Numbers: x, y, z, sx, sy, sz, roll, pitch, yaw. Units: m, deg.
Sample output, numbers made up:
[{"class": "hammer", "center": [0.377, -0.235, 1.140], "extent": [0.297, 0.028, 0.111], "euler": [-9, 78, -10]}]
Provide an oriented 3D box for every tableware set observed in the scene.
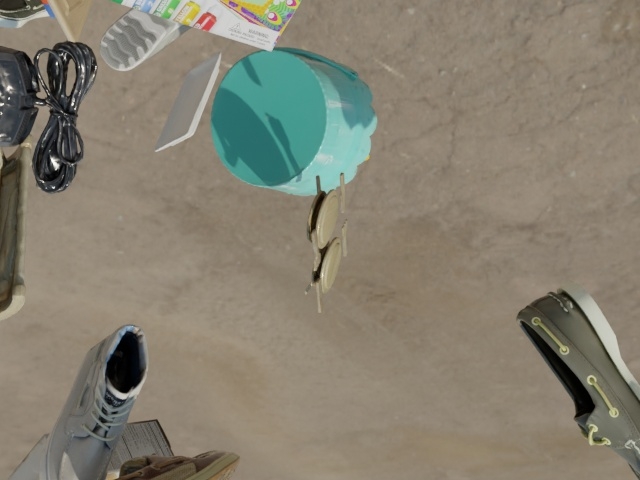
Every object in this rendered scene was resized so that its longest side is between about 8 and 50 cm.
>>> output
[{"class": "tableware set", "center": [0.000, 0.000, 1.074], "extent": [0.039, 0.128, 0.194], "euler": [14, 142, 15]}]

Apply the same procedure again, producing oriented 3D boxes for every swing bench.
[{"class": "swing bench", "center": [-0.474, -0.046, 0.954], "extent": [0.165, 0.253, 0.254], "euler": [-10, 156, 3]}]

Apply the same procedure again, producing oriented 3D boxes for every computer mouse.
[{"class": "computer mouse", "center": [-0.406, -0.158, 0.826], "extent": [0.272, 0.188, 0.072], "euler": [4, -160, -36]}]

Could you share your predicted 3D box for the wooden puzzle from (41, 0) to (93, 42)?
[{"class": "wooden puzzle", "center": [-0.525, -0.621, 1.494], "extent": [0.081, 0.321, 0.348], "euler": [11, 158, 1]}]

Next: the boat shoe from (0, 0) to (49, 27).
[{"class": "boat shoe", "center": [-0.634, -0.516, 1.566], "extent": [0.078, 0.219, 0.070], "euler": [37, 124, -1]}]

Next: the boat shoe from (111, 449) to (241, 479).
[{"class": "boat shoe", "center": [-0.223, 0.341, 1.011], "extent": [0.123, 0.123, 0.342], "euler": [33, -169, 16]}]

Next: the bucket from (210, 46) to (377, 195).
[{"class": "bucket", "center": [-0.055, -0.216, 1.345], "extent": [0.281, 0.281, 0.183], "euler": [-14, 176, 26]}]

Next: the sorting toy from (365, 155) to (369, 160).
[{"class": "sorting toy", "center": [0.080, -0.201, 1.472], "extent": [0.045, 0.075, 0.083], "euler": [-3, 119, 20]}]

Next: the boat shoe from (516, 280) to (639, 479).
[{"class": "boat shoe", "center": [0.358, 0.204, 0.926], "extent": [0.091, 0.304, 0.109], "euler": [-26, 167, -2]}]

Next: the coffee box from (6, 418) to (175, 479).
[{"class": "coffee box", "center": [-0.400, 0.409, 1.299], "extent": [0.141, 0.098, 0.247], "euler": [-47, 151, 21]}]

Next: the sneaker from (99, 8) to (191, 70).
[{"class": "sneaker", "center": [-0.276, -0.410, 1.301], "extent": [0.281, 0.115, 0.105], "euler": [-37, 106, -5]}]

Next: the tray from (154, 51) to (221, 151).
[{"class": "tray", "center": [-0.318, -0.336, 1.802], "extent": [0.145, 0.270, 0.030], "euler": [-16, 138, 42]}]

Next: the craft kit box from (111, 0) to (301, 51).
[{"class": "craft kit box", "center": [-0.105, -0.320, 0.701], "extent": [0.250, 0.060, 0.246], "euler": [9, 138, -29]}]

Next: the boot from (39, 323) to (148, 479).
[{"class": "boot", "center": [-0.306, 0.236, 1.003], "extent": [0.095, 0.258, 0.123], "euler": [23, 137, -25]}]
